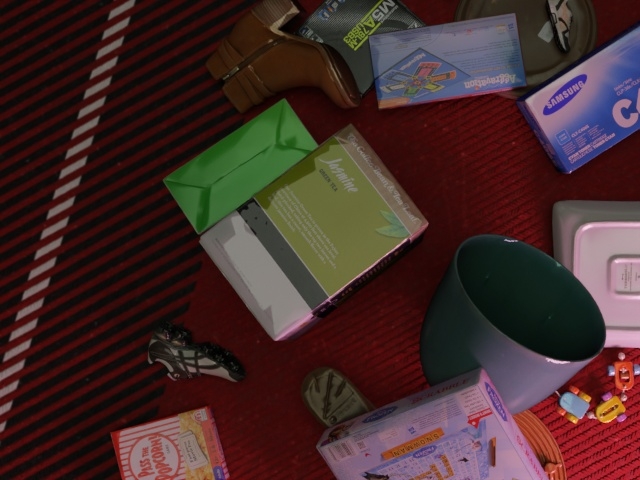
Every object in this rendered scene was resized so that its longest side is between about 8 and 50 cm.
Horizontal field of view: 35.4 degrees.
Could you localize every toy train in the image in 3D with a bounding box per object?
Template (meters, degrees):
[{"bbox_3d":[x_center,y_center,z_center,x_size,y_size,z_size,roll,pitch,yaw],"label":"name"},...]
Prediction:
[{"bbox_3d":[0.508,0.276,1.859,0.166,0.046,0.125,-6,84,0],"label":"toy train"}]

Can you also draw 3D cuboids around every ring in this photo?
[{"bbox_3d":[0.290,0.451,1.866,0.337,0.032,0.336,0,85,5],"label":"ring"}]

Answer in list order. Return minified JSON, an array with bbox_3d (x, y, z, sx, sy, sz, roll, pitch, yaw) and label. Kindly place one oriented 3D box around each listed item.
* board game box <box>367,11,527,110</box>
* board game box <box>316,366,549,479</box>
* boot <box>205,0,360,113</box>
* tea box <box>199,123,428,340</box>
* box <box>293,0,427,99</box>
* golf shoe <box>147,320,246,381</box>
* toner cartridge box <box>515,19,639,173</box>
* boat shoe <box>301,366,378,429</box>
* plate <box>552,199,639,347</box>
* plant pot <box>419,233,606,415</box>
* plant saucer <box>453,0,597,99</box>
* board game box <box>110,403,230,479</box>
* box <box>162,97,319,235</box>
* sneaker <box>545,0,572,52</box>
[{"bbox_3d":[0.239,-0.338,1.895,0.281,0.027,0.145,-8,85,3],"label":"board game box"},{"bbox_3d":[0.208,0.409,1.693,0.319,0.066,0.318,-26,101,25],"label":"board game box"},{"bbox_3d":[-0.076,-0.309,1.897,0.220,0.109,0.283,-40,84,18],"label":"boot"},{"bbox_3d":[0.000,0.000,1.774,0.324,0.329,0.220,-36,83,-1],"label":"tea box"},{"bbox_3d":[0.078,-0.403,1.944,0.184,0.045,0.190,45,90,8],"label":"box"},{"bbox_3d":[-0.237,0.234,1.906,0.198,0.077,0.093,26,98,12],"label":"golf shoe"},{"bbox_3d":[0.557,-0.286,1.867,0.348,0.075,0.165,-33,97,1],"label":"toner cartridge box"},{"bbox_3d":[0.096,0.370,1.846,0.122,0.110,0.341,-36,84,0],"label":"boat shoe"},{"bbox_3d":[0.566,0.064,1.834,0.278,0.045,0.277,0,93,12],"label":"plate"},{"bbox_3d":[0.309,0.172,1.762,0.293,0.293,0.235,35,127,6],"label":"plant pot"},{"bbox_3d":[0.395,-0.409,1.926,0.278,0.041,0.277,0,84,3],"label":"plant saucer"},{"bbox_3d":[-0.285,0.407,1.902,0.194,0.045,0.146,-16,84,3],"label":"board game box"},{"bbox_3d":[-0.126,-0.116,1.841,0.262,0.231,0.126,-34,84,1],"label":"box"},{"bbox_3d":[0.456,-0.406,1.881,0.044,0.040,0.109,-12,85,1],"label":"sneaker"}]
